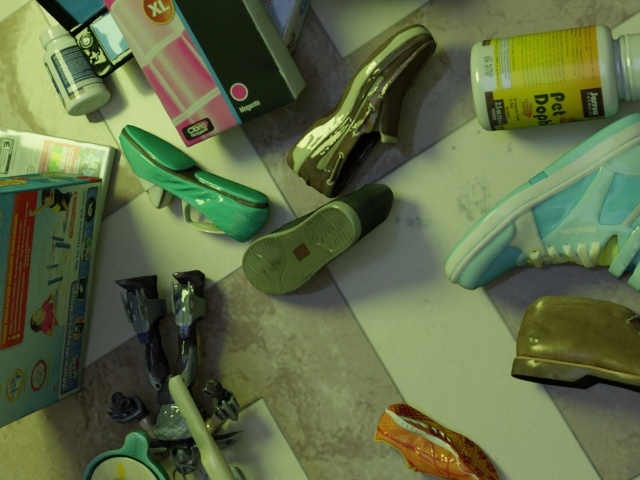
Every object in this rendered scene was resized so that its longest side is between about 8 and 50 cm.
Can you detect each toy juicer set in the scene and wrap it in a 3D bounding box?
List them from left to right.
[{"bbox_3d":[-0.222,0.358,1.711,0.209,0.089,0.329,44,114,5],"label":"toy juicer set"}]

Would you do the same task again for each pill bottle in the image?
[{"bbox_3d":[-0.347,-0.240,1.832,0.067,0.067,0.120,-28,81,11],"label":"pill bottle"},{"bbox_3d":[0.301,-0.205,1.636,0.215,0.117,0.117,-6,85,14],"label":"pill bottle"}]

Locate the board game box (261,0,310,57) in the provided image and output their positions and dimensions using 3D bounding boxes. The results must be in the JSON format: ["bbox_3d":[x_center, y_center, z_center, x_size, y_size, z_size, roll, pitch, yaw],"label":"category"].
[{"bbox_3d":[-0.151,-0.416,1.791,0.318,0.066,0.318,19,92,15],"label":"board game box"}]

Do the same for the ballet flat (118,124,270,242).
[{"bbox_3d":[-0.185,-0.069,1.776,0.247,0.083,0.087,29,108,16],"label":"ballet flat"}]

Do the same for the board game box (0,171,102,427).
[{"bbox_3d":[-0.397,0.073,1.683,0.086,0.302,0.308,10,98,15],"label":"board game box"}]

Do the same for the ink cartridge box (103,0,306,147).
[{"bbox_3d":[-0.181,-0.316,1.680,0.176,0.069,0.370,-22,106,23],"label":"ink cartridge box"}]

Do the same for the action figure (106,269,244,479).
[{"bbox_3d":[-0.200,0.186,1.755,0.185,0.099,0.284,-8,88,9],"label":"action figure"}]

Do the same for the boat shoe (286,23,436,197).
[{"bbox_3d":[0.073,-0.161,1.707,0.095,0.095,0.257,48,110,18],"label":"boat shoe"}]

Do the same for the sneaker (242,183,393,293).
[{"bbox_3d":[0.000,0.000,1.730,0.222,0.118,0.083,-27,92,41],"label":"sneaker"}]

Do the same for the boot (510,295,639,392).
[{"bbox_3d":[0.393,0.133,1.605,0.305,0.112,0.115,7,78,17],"label":"boot"}]

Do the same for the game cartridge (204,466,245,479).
[{"bbox_3d":[-0.122,0.350,1.765,0.056,0.017,0.083,-17,83,16],"label":"game cartridge"}]

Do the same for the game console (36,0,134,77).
[{"bbox_3d":[-0.283,-0.309,1.741,0.144,0.085,0.124,-34,74,12],"label":"game console"}]

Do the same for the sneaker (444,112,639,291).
[{"bbox_3d":[0.325,0.010,1.615,0.319,0.127,0.208,-37,77,10],"label":"sneaker"}]

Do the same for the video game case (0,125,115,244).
[{"bbox_3d":[-0.395,-0.050,1.856,0.184,0.023,0.201,11,88,15],"label":"video game case"}]

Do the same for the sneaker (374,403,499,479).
[{"bbox_3d":[0.151,0.277,1.685,0.175,0.064,0.067,32,115,19],"label":"sneaker"}]
